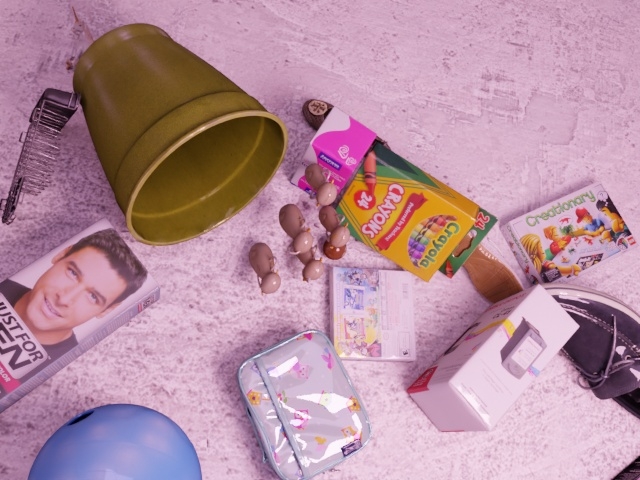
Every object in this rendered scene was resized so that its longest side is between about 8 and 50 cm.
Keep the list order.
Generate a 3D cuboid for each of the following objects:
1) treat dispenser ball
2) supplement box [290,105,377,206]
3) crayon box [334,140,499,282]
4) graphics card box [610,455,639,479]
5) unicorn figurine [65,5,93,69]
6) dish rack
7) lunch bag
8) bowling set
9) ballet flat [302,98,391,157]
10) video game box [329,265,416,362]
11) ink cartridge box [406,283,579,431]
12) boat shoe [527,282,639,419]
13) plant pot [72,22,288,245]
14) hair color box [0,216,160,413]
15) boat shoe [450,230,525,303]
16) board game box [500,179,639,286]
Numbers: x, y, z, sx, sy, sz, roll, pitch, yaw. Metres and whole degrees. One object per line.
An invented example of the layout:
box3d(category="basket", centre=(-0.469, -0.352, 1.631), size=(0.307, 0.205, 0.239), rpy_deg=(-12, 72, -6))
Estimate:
box3d(category="treat dispenser ball", centre=(-0.346, 0.424, 1.128), size=(0.288, 0.288, 0.288), rpy_deg=(4, 71, -13))
box3d(category="supplement box", centre=(0.024, -0.179, 1.460), size=(0.111, 0.220, 0.114), rpy_deg=(33, 67, -1))
box3d(category="crayon box", centre=(0.203, -0.047, 1.461), size=(0.318, 0.202, 0.081), rpy_deg=(31, 34, 1))
box3d(category="graphics card box", centre=(0.762, 0.598, 1.455), size=(0.371, 0.094, 0.233), rpy_deg=(-27, 80, -21))
box3d(category="unicorn figurine", centre=(-0.525, -0.426, 1.499), size=(0.162, 0.060, 0.111), rpy_deg=(36, 66, -18))
box3d(category="dish rack", centre=(-0.566, -0.160, 1.320), size=(0.074, 0.208, 0.271), rpy_deg=(18, 75, -28))
box3d(category="lunch bag", centre=(-0.039, 0.337, 1.331), size=(0.224, 0.108, 0.279), rpy_deg=(-22, 79, -20))
box3d(category="bowling set", centre=(0.000, 0.000, 1.401), size=(0.200, 0.287, 0.154), rpy_deg=(22, 22, -29))
box3d(category="ballet flat", centre=(0.069, -0.265, 1.588), size=(0.250, 0.058, 0.084), rpy_deg=(35, 67, -1))
box3d(category="video game box", centre=(0.113, 0.164, 1.461), size=(0.187, 0.048, 0.205), rpy_deg=(5, 70, -15))
box3d(category="ink cartridge box", centre=(0.357, 0.254, 1.396), size=(0.306, 0.226, 0.131), rpy_deg=(-41, 87, -23))
box3d(category="boat shoe", centre=(0.656, 0.265, 1.477), size=(0.500, 0.187, 0.156), rpy_deg=(36, 54, -10))
box3d(category="plant pot", centre=(-0.314, -0.242, 1.353), size=(0.366, 0.366, 0.353), rpy_deg=(-31, 70, -21))
box3d(category="hair color box", centre=(-0.516, 0.140, 1.275), size=(0.374, 0.113, 0.185), rpy_deg=(-37, 84, -23))
box3d(category="boat shoe", centre=(0.384, 0.040, 1.547), size=(0.277, 0.098, 0.096), rpy_deg=(48, 36, -7))
box3d(category="board game box", centre=(0.618, -0.009, 1.642), size=(0.305, 0.053, 0.193), rpy_deg=(-23, 78, -20))
